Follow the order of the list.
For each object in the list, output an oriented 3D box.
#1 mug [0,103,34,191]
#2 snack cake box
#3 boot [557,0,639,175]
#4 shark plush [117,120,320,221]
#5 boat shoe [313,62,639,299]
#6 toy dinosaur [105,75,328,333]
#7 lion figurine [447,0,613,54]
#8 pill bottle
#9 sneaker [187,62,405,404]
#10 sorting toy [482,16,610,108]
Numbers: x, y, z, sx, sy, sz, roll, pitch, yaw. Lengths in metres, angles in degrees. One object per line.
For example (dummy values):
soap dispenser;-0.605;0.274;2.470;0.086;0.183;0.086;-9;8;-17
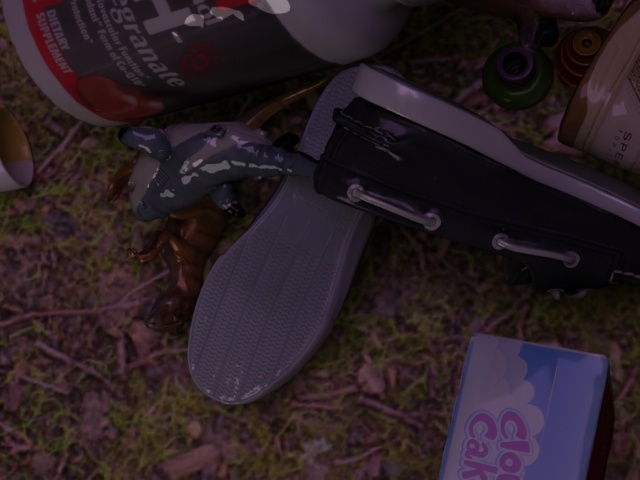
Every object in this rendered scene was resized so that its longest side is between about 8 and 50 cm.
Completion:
mug;-0.252;-0.061;1.329;0.064;0.078;0.062;-19;101;15
snack cake box;0.113;0.206;1.098;0.089;0.152;0.264;10;73;16
boot;0.306;-0.120;1.203;0.203;0.095;0.262;32;66;12
shark plush;-0.060;-0.047;1.206;0.161;0.073;0.067;-1;95;21
boat shoe;0.138;-0.014;1.158;0.302;0.114;0.091;25;99;-11
toy dinosaur;-0.086;-0.038;1.284;0.112;0.064;0.212;23;88;6
lion figurine;0.105;-0.315;1.272;0.240;0.142;0.392;6;73;37
pill bottle;-0.045;-0.191;1.201;0.318;0.176;0.176;-12;67;34
sneaker;0.000;0.000;1.232;0.094;0.091;0.258;35;102;16
sorting toy;0.161;-0.133;1.264;0.102;0.042;0.061;-11;69;9
